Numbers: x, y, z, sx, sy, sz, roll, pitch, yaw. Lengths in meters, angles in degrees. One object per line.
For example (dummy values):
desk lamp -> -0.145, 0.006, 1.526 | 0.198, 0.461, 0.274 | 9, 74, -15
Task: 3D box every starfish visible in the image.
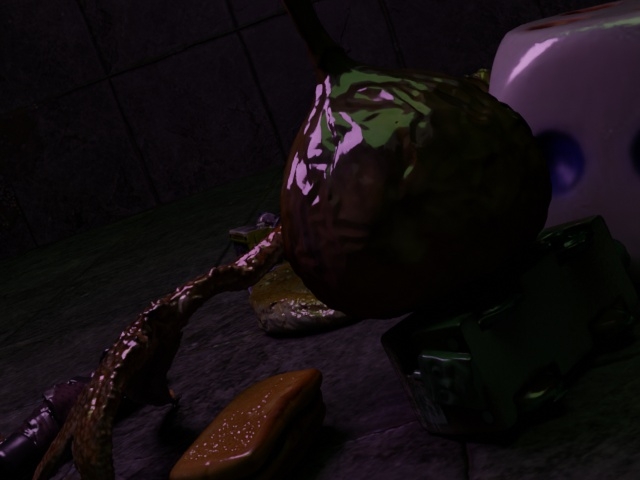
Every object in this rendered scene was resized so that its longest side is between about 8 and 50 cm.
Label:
starfish -> -0.183, 0.160, 1.118 | 0.384, 0.132, 0.398 | -56, 2, 42

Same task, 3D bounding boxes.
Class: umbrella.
umbrella -> -0.329, 0.227, 1.341 | 0.090, 0.094, 0.326 | -29, 3, 37

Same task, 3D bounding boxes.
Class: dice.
dice -> 0.393, -0.133, 1.189 | 0.304, 0.304, 0.277 | -2, 18, 36

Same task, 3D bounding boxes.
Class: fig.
fig -> 0.065, -0.109, 1.002 | 0.286, 0.369, 0.286 | -22, 9, 4

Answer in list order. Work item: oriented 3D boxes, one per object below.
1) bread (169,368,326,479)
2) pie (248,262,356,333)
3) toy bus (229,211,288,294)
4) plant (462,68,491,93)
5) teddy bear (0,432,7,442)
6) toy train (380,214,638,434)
bread -> -0.067, 0.208, 1.022 | 0.116, 0.077, 0.200 | -13, 15, 27
pie -> 0.009, 0.067, 1.541 | 0.277, 0.078, 0.277 | -21, 11, 4
toy bus -> 0.000, 0.000, 1.737 | 0.301, 0.139, 0.113 | -16, 10, -22
plant -> 0.390, -0.196, 1.976 | 0.261, 0.297, 0.306 | 3, -31, 0
teddy bear -> -0.572, 0.250, 1.313 | 0.296, 0.222, 0.246 | -11, 12, 34
toy train -> 0.209, 0.083, 1.025 | 0.326, 0.129, 0.159 | -31, 10, -41
